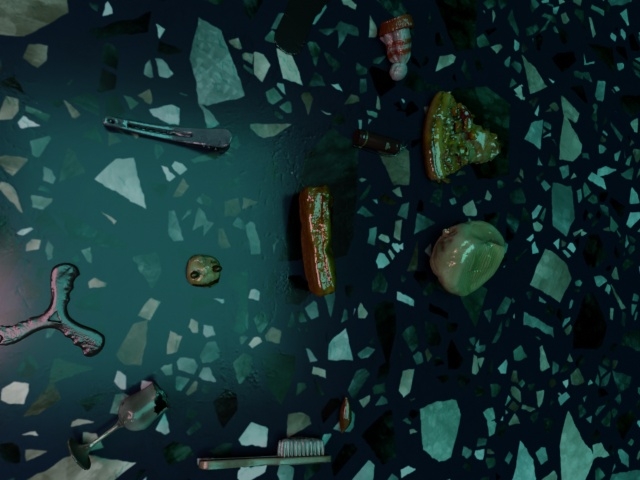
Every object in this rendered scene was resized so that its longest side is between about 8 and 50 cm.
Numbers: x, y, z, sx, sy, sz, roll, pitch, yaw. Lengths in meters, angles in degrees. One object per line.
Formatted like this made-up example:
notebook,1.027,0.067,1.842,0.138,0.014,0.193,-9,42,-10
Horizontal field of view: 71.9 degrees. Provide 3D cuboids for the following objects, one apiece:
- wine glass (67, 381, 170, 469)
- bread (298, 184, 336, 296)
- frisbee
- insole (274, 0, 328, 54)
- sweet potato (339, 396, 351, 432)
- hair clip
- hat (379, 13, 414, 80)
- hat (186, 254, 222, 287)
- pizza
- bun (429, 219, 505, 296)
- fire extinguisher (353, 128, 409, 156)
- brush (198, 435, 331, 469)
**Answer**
wine glass,-0.424,0.391,0.944,0.195,0.079,0.079,-35,102,-18
bread,-0.002,0.000,1.096,0.077,0.139,0.271,-4,89,-13
frisbee,-0.570,0.172,0.924,0.187,0.012,0.211,-25,99,-20
insole,-0.033,-0.631,1.165,0.109,0.007,0.322,26,80,-18
sweet potato,0.067,0.462,1.169,0.034,0.034,0.095,7,90,-22
hair clip,-0.343,-0.243,1.006,0.275,0.083,0.048,4,93,-15
hat,0.219,-0.533,1.230,0.094,0.112,0.162,-12,105,5
hat,-0.270,0.071,1.026,0.077,0.059,0.076,6,82,-18
pizza,0.410,-0.270,1.308,0.288,0.074,0.251,29,81,-18
bun,0.412,0.041,1.269,0.229,0.145,0.229,-21,131,-27
fire extinguisher,0.168,-0.269,1.222,0.158,0.043,0.064,10,115,-21
brush,-0.128,0.517,1.076,0.327,0.070,0.065,6,68,-21
